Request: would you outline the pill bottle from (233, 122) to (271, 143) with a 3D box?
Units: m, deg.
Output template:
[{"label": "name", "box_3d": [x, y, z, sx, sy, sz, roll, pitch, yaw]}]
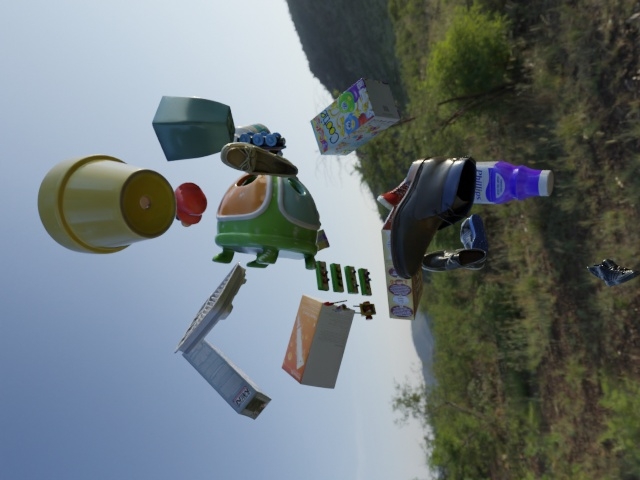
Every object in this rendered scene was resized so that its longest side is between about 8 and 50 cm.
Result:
[{"label": "pill bottle", "box_3d": [-0.315, -0.419, 1.834, 0.264, 0.147, 0.146, -52, -48, -65]}]

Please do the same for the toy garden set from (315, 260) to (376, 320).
[{"label": "toy garden set", "box_3d": [0.102, 0.178, 1.544, 0.245, 0.049, 0.203, 11, -121, -35]}]

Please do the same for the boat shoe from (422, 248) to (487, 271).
[{"label": "boat shoe", "box_3d": [0.474, 0.064, 1.537, 0.079, 0.233, 0.083, 64, -156, -70]}]

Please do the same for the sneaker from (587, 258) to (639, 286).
[{"label": "sneaker", "box_3d": [0.940, 0.097, 1.381, 0.170, 0.051, 0.089, 80, 165, -72]}]

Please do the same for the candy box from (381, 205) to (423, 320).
[{"label": "candy box", "box_3d": [0.264, 0.070, 1.354, 0.183, 0.088, 0.316, -51, -42, -55]}]

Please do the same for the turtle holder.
[{"label": "turtle holder", "box_3d": [-0.097, -0.045, 1.050, 0.321, 0.243, 0.227, 8, -99, -30]}]

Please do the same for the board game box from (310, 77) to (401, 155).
[{"label": "board game box", "box_3d": [0.116, -0.422, 1.502, 0.144, 0.275, 0.141, -9, -102, -44]}]

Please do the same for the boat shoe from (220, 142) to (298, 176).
[{"label": "boat shoe", "box_3d": [-0.115, -0.151, 0.826, 0.153, 0.048, 0.056, 13, -82, -36]}]

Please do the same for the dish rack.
[{"label": "dish rack", "box_3d": [-0.378, 0.249, 1.533, 0.072, 0.333, 0.285, 36, -151, -11]}]

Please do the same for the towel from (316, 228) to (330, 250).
[{"label": "towel", "box_3d": [0.000, 0.000, 1.750, 0.009, 0.060, 0.083, -153, 42, -74]}]

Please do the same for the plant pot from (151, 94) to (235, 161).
[{"label": "plant pot", "box_3d": [-0.425, -0.391, 1.489, 0.165, 0.235, 0.165, 86, -176, -52]}]

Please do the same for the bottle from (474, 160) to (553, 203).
[{"label": "bottle", "box_3d": [0.483, -0.159, 1.188, 0.092, 0.283, 0.118, -25, -66, -44]}]

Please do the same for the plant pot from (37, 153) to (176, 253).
[{"label": "plant pot", "box_3d": [-0.496, -0.089, 1.047, 0.254, 0.239, 0.253, -3, -86, -60]}]

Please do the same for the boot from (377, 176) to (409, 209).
[{"label": "boot", "box_3d": [0.363, -0.229, 1.965, 0.088, 0.176, 0.244, 46, -156, 13]}]

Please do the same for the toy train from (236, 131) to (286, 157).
[{"label": "toy train", "box_3d": [-0.210, -0.329, 1.521, 0.080, 0.184, 0.105, -55, -33, -65]}]

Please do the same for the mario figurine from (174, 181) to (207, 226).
[{"label": "mario figurine", "box_3d": [-0.506, -0.096, 1.493, 0.198, 0.321, 0.170, -53, -54, -28]}]

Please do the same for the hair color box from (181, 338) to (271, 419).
[{"label": "hair color box", "box_3d": [-0.393, 0.573, 1.798, 0.113, 0.375, 0.185, -48, -29, -14]}]

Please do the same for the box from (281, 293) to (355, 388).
[{"label": "box", "box_3d": [-0.012, 0.431, 1.857, 0.215, 0.169, 0.344, 6, 79, 63]}]

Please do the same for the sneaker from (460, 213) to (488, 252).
[{"label": "sneaker", "box_3d": [0.624, 0.007, 1.758, 0.090, 0.082, 0.232, 126, 157, -57]}]

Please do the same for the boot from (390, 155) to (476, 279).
[{"label": "boot", "box_3d": [0.183, -0.041, 0.699, 0.082, 0.106, 0.219, 19, -102, -33]}]
